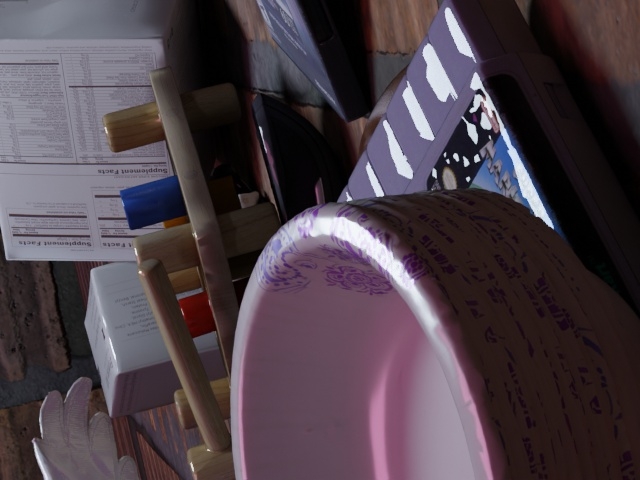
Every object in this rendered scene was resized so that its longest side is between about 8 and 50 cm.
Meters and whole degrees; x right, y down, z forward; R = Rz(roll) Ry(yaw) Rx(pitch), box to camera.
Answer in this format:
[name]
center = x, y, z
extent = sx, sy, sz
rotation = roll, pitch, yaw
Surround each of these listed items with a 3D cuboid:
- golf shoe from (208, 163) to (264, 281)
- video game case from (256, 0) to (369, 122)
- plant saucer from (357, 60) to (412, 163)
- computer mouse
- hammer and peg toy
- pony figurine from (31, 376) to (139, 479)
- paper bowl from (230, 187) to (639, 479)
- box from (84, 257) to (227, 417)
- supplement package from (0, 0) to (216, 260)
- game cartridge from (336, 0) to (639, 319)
[golf shoe]
center = -0.080, 0.006, 1.910
extent = 0.198, 0.077, 0.094
rotation = -119, 20, -44
[video game case]
center = -0.047, -0.242, 1.493
extent = 0.274, 0.026, 0.196
rotation = 66, 174, -32
[plant saucer]
center = 0.087, 0.027, 1.327
extent = 0.310, 0.050, 0.311
rotation = 167, 90, -76
[computer mouse]
center = 0.000, 0.000, 1.647
extent = 0.184, 0.060, 0.262
rotation = 131, 124, -87
[hammer and peg toy]
center = -0.086, 0.039, 1.666
extent = 0.361, 0.127, 0.266
rotation = -110, 7, -50
[pony figurine]
center = -0.097, 0.314, 1.742
extent = 0.363, 0.303, 0.351
rotation = 109, 146, -43
[paper bowl]
center = 0.075, 0.114, 0.971
extent = 0.284, 0.148, 0.284
rotation = 30, 125, 57
[box]
center = -0.148, 0.091, 2.043
extent = 0.181, 0.182, 0.119
rotation = 113, 141, -68
[supplement package]
center = -0.226, -0.140, 1.967
extent = 0.199, 0.198, 0.263
rotation = -81, -11, -54
[game cartridge]
center = 0.117, 0.057, 1.100
extent = 0.230, 0.068, 0.355
rotation = 112, 141, -52
